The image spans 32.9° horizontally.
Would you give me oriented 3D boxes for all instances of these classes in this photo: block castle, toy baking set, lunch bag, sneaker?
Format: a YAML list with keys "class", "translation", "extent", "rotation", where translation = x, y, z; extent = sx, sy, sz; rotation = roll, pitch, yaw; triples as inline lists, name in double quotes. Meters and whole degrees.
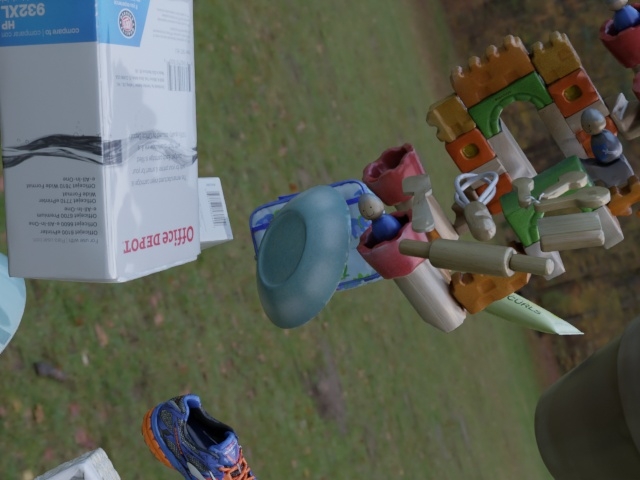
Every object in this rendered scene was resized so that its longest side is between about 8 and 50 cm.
- class: "block castle"
  translation: [0.263, -0.116, 1.364]
  extent: [0.213, 0.453, 0.303]
  rotation: [53, 19, -20]
- class: "toy baking set"
  translation: [0.175, -0.021, 1.103]
  extent: [0.197, 0.256, 0.030]
  rotation: [-42, 129, -47]
- class: "lunch bag"
  translation: [0.000, 0.000, 1.747]
  extent: [0.090, 0.219, 0.176]
  rotation: [6, 71, -72]
- class: "sneaker"
  translation: [-0.126, 0.279, 1.333]
  extent: [0.221, 0.087, 0.083]
  rotation: [45, 37, 0]

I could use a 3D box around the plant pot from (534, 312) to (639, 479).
- class: "plant pot"
  translation: [0.507, 0.287, 1.714]
  extent: [0.323, 0.280, 0.323]
  rotation: [20, 57, -33]

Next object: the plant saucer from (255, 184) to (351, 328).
- class: "plant saucer"
  translation: [-0.035, 0.015, 1.389]
  extent: [0.037, 0.195, 0.195]
  rotation: [21, 45, -34]

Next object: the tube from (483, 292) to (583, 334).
- class: "tube"
  translation: [0.377, 0.132, 2.050]
  extent: [0.240, 0.070, 0.062]
  rotation: [25, -35, 41]

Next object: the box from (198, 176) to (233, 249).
- class: "box"
  translation: [-0.203, -0.036, 1.626]
  extent: [0.102, 0.087, 0.101]
  rotation: [-6, 81, -53]

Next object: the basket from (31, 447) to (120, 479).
- class: "basket"
  translation: [-0.316, 0.335, 1.299]
  extent: [0.113, 0.167, 0.103]
  rotation: [62, 3, -4]

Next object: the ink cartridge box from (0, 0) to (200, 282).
- class: "ink cartridge box"
  translation: [-0.233, -0.120, 1.172]
  extent: [0.223, 0.129, 0.307]
  rotation: [-20, 109, -72]

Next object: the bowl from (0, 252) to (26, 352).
- class: "bowl"
  translation: [-0.650, 0.086, 1.736]
  extent: [0.163, 0.312, 0.311]
  rotation: [71, 9, -49]
